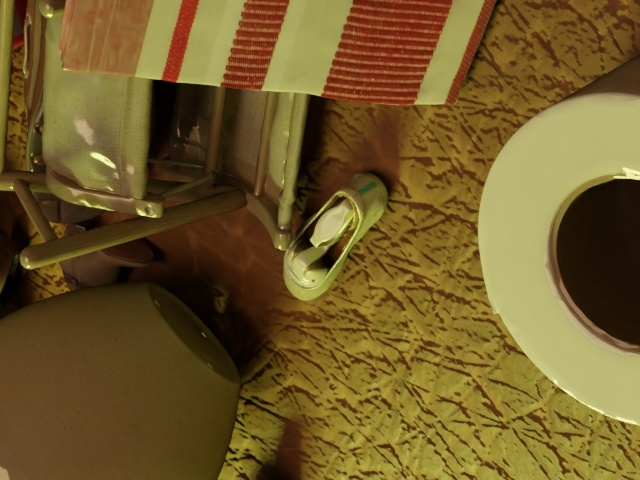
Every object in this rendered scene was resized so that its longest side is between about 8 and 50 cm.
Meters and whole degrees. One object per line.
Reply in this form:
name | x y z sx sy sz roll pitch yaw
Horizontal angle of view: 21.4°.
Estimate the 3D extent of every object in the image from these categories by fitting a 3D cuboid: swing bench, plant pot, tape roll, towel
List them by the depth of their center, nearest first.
tape roll | 0.258 -0.011 1.202 0.246 0.169 0.246 18 121 33
towel | -0.017 -0.215 1.267 0.037 0.329 0.237 -109 30 -47
swing bench | -0.144 -0.128 1.447 0.165 0.255 0.253 -128 40 -49
plant pot | -0.187 0.150 1.604 0.191 0.284 0.284 -42 80 7

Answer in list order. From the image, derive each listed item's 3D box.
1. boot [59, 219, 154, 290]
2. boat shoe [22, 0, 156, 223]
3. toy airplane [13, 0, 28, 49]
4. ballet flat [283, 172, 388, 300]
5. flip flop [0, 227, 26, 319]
boot | -0.214 0.028 1.696 0.118 0.042 0.087 27 131 28
boat shoe | -0.218 -0.168 1.566 0.116 0.123 0.324 -123 39 -50
toy airplane | -0.498 -0.158 1.567 0.386 0.272 0.384 31 92 -21
ballet flat | 0.000 0.000 1.496 0.057 0.052 0.168 46 132 13
flip flop | -0.344 0.045 1.772 0.080 0.112 0.277 -11 102 15
